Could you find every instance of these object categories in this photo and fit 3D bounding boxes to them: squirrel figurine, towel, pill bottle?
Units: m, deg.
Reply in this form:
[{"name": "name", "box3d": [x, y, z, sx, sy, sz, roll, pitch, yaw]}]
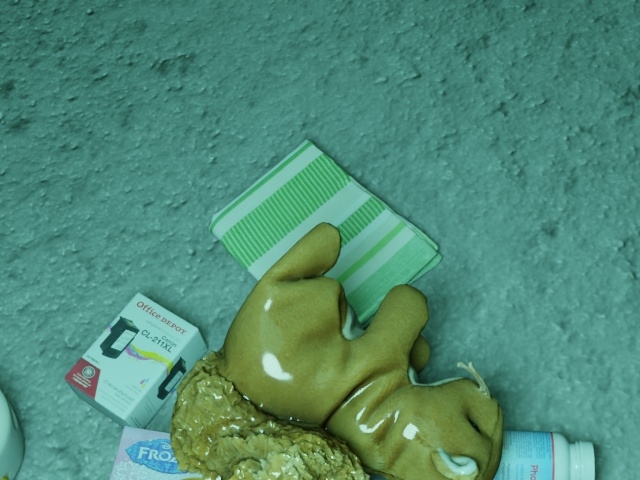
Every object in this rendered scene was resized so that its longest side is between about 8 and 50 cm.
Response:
[{"name": "squirrel figurine", "box3d": [0.026, 0.238, 1.253, 0.370, 0.281, 0.397, 39, 57, 16]}, {"name": "towel", "box3d": [0.000, 0.000, 1.590, 0.248, 0.038, 0.325, -40, 63, -16]}, {"name": "pill bottle", "box3d": [0.282, 0.300, 1.322, 0.160, 0.087, 0.087, 0, 57, 9]}]

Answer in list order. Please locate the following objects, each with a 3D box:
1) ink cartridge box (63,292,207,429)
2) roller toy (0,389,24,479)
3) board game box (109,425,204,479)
[{"name": "ink cartridge box", "box3d": [-0.276, 0.183, 1.483, 0.127, 0.072, 0.175, 27, 65, 23]}, {"name": "roller toy", "box3d": [-0.525, 0.288, 1.406, 0.209, 0.146, 0.191, 11, 60, 3]}, {"name": "board game box", "box3d": [-0.125, 0.395, 1.229, 0.319, 0.066, 0.318, 10, 39, -4]}]
